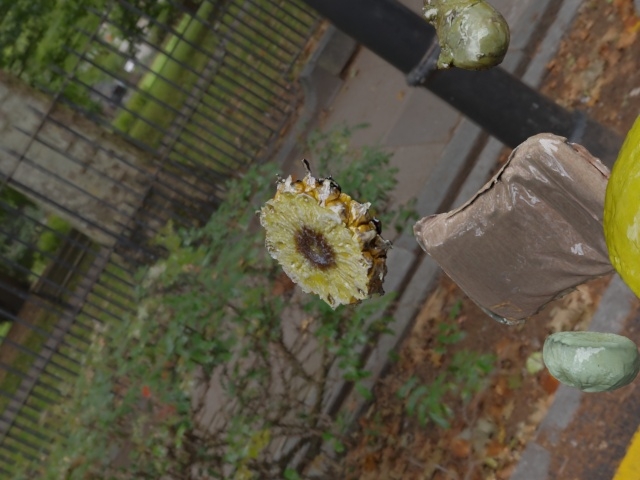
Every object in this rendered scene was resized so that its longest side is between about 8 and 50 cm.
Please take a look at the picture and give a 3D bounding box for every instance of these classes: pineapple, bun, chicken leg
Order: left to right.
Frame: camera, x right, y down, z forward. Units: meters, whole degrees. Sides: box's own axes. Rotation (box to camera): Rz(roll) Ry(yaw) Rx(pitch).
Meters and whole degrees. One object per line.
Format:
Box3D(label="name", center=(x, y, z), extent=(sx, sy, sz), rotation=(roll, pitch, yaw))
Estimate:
Box3D(label="pineapple", center=(0.000, 0.000, 1.119), extent=(0.047, 0.221, 0.221), rotation=(-43, 2, -40))
Box3D(label="chicken leg", center=(0.151, -0.260, 0.995), extent=(0.093, 0.070, 0.178), rotation=(-42, 64, 20))
Box3D(label="bun", center=(0.562, 0.255, 1.775), extent=(0.195, 0.195, 0.118), rotation=(-159, 70, -74))

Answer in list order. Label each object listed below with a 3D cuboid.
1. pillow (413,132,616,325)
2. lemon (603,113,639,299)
Box3D(label="pillow", center=(0.171, -0.001, 0.700), extent=(0.034, 0.135, 0.211), rotation=(-45, 2, -35))
Box3D(label="lemon", center=(0.289, -0.026, 0.438), extent=(0.219, 0.240, 0.240), rotation=(-56, 15, 26))
